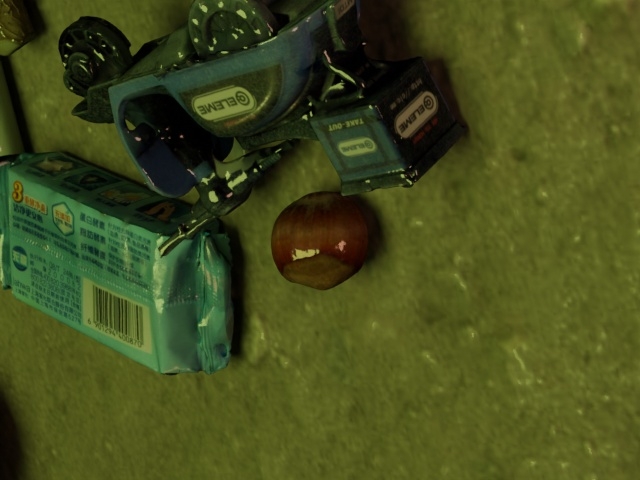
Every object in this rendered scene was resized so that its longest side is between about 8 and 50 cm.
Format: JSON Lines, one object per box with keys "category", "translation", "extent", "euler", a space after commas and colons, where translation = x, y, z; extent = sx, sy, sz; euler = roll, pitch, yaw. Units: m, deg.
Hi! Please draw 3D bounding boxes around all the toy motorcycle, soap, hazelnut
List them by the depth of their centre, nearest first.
{"category": "toy motorcycle", "translation": [-0.071, -0.109, 1.455], "extent": [0.358, 0.125, 0.212], "euler": [-9, 117, 47]}
{"category": "hazelnut", "translation": [0.000, 0.000, 1.487], "extent": [0.086, 0.086, 0.086], "euler": [22, 122, 40]}
{"category": "soap", "translation": [-0.196, 0.020, 1.700], "extent": [0.293, 0.077, 0.156], "euler": [24, 122, 38]}

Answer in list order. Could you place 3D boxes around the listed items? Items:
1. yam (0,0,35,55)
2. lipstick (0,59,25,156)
{"category": "yam", "translation": [-0.350, -0.316, 1.730], "extent": [0.066, 0.066, 0.299], "euler": [-27, 86, 49]}
{"category": "lipstick", "translation": [-0.332, -0.124, 1.798], "extent": [0.059, 0.059, 0.264], "euler": [-1, 107, 47]}
